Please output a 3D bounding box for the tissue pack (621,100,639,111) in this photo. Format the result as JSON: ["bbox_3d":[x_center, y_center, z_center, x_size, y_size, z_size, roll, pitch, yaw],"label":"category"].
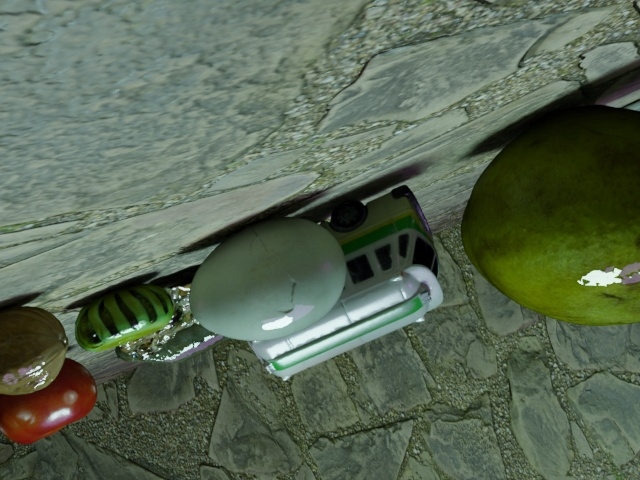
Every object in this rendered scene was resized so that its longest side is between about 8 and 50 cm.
[{"bbox_3d":[0.635,-0.193,1.980,0.159,0.145,0.229,-25,175,23],"label":"tissue pack"}]

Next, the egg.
[{"bbox_3d":[-0.068,0.052,1.334,0.209,0.151,0.151,-22,175,-8],"label":"egg"}]

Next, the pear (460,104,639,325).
[{"bbox_3d":[0.406,-0.036,1.528,0.352,0.352,0.413,-19,-171,-41],"label":"pear"}]

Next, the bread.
[{"bbox_3d":[-0.268,0.102,1.410,0.139,0.071,0.130,-21,177,-15],"label":"bread"}]

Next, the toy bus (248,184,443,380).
[{"bbox_3d":[0.028,0.065,1.502,0.305,0.179,0.143,-24,137,6],"label":"toy bus"}]

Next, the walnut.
[{"bbox_3d":[-0.343,0.124,1.154,0.124,0.105,0.105,-19,175,3],"label":"walnut"}]

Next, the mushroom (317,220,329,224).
[{"bbox_3d":[0.000,0.000,1.624,0.085,0.085,0.079,-29,-151,49],"label":"mushroom"}]

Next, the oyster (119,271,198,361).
[{"bbox_3d":[-0.239,0.114,1.604,0.198,0.092,0.259,-24,174,-46],"label":"oyster"}]

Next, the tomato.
[{"bbox_3d":[-0.514,0.291,1.929,0.195,0.136,0.195,-26,175,-2],"label":"tomato"}]

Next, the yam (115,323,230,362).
[{"bbox_3d":[-0.328,0.227,2.345,0.259,0.106,0.106,-24,175,-8],"label":"yam"}]
